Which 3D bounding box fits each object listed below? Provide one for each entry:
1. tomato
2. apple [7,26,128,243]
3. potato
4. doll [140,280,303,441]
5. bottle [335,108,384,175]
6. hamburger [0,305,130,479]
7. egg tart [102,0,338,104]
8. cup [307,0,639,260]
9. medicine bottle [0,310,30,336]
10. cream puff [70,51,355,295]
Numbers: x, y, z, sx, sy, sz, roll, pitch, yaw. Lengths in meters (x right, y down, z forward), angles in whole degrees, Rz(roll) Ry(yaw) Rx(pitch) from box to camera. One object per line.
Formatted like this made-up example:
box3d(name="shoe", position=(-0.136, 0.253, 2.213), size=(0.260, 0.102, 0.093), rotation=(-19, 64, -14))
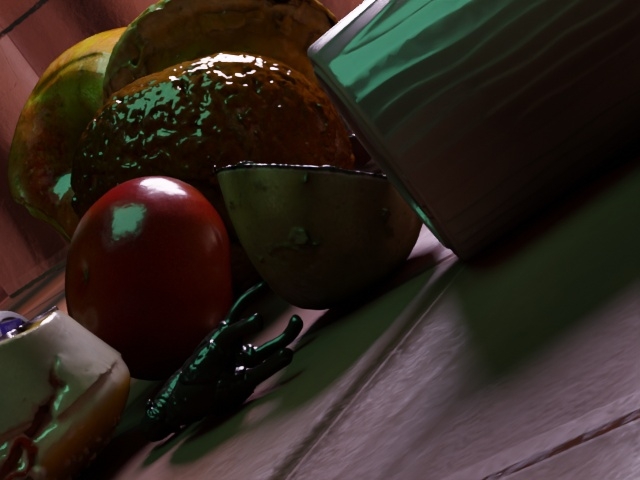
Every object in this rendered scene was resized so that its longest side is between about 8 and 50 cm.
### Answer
box3d(name="tomato", position=(-0.166, 0.036, 1.770), size=(0.136, 0.195, 0.195), rotation=(0, -15, -34))
box3d(name="apple", position=(-0.213, -0.103, 2.372), size=(0.339, 0.339, 0.339), rotation=(-35, 7, 5))
box3d(name="potato", position=(0.000, 0.000, 1.567), size=(0.182, 0.117, 0.202), rotation=(4, -3, -17))
box3d(name="doll", position=(-0.087, 0.109, 1.502), size=(0.165, 0.057, 0.139), rotation=(-43, 7, 14))
box3d(name="bottle", position=(0.055, -0.128, 2.161), size=(0.104, 0.104, 0.245), rotation=(-33, 7, 17))
box3d(name="hamburger", position=(-0.285, 0.174, 1.639), size=(0.227, 0.151, 0.295), rotation=(-34, -3, -35))
box3d(name="egg tart", position=(-0.102, -0.165, 2.082), size=(0.295, 0.295, 0.116), rotation=(-32, 48, 25))
box3d(name="cup", position=(0.136, -0.163, 1.404), size=(0.273, 0.288, 0.208), rotation=(-38, -30, 0))
box3d(name="medicine bottle", position=(-0.426, 0.187, 2.227), size=(0.215, 0.135, 0.135), rotation=(-33, 8, 21))
box3d(name="cream puff", position=(-0.107, -0.054, 1.949), size=(0.303, 0.212, 0.303), rotation=(-11, -34, -7))
